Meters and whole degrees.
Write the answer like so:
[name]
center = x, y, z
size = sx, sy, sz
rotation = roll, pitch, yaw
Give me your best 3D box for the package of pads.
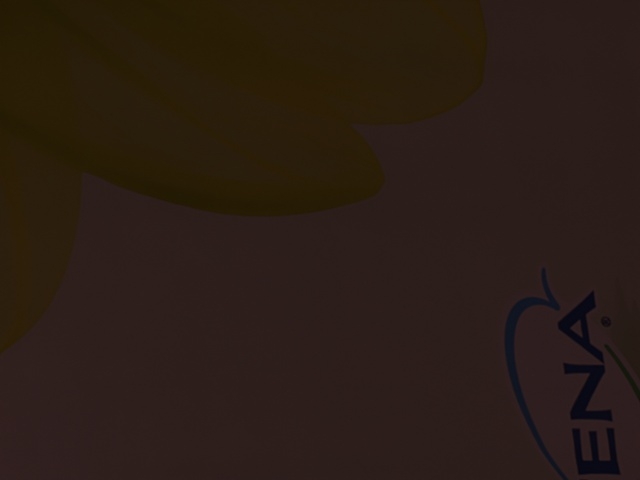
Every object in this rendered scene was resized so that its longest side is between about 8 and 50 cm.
[package of pads]
center = 0.000, 0.000, 0.410
size = 0.101, 0.296, 0.229
rotation = 126, 143, -62
